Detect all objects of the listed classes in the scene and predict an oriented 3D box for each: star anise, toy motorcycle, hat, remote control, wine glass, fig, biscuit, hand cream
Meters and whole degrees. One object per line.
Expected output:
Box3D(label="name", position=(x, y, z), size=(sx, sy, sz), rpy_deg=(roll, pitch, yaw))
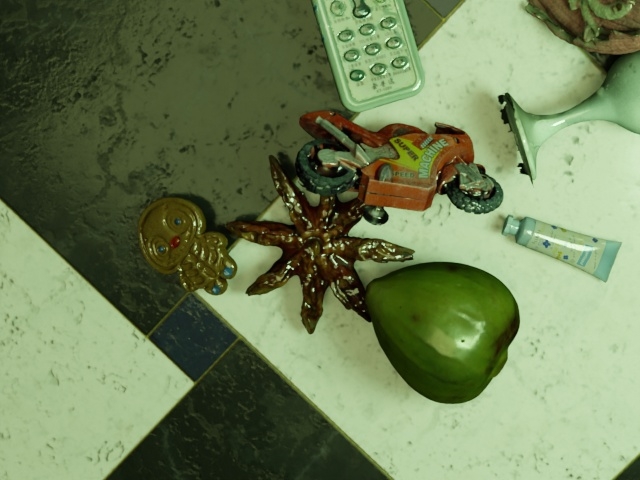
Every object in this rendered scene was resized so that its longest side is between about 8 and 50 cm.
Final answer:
Box3D(label="star anise", position=(0.000, -0.001, 1.791), size=(0.288, 0.088, 0.288), rpy_deg=(0, 95, 5))
Box3D(label="toy motorcycle", position=(0.111, -0.106, 1.727), size=(0.298, 0.171, 0.089), rpy_deg=(9, 139, -3))
Box3D(label="hat", position=(0.414, -0.346, 1.632), size=(0.286, 0.107, 0.237), rpy_deg=(46, 125, 30))
Box3D(label="remote control", position=(0.048, -0.356, 1.745), size=(0.128, 0.065, 0.335), rpy_deg=(-16, 96, 0))
Box3D(label="wine glass", position=(0.415, -0.190, 1.699), size=(0.321, 0.143, 0.143), rpy_deg=(-20, 95, 6))
Box3D(label="fig", position=(0.166, 0.119, 1.739), size=(0.225, 0.203, 0.203), rpy_deg=(28, 100, 7))
Box3D(label="biscuit", position=(-0.201, 0.009, 1.818), size=(0.175, 0.026, 0.124), rpy_deg=(38, 113, 14))
Box3D(label="hand cream", position=(0.348, 0.004, 1.778), size=(0.170, 0.043, 0.065), rpy_deg=(19, 100, -1))
